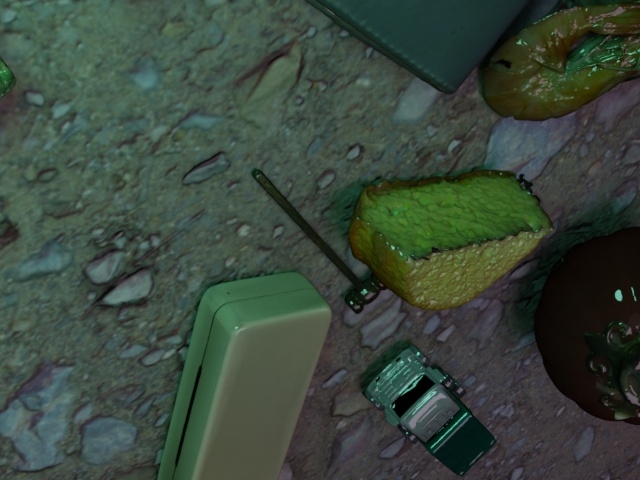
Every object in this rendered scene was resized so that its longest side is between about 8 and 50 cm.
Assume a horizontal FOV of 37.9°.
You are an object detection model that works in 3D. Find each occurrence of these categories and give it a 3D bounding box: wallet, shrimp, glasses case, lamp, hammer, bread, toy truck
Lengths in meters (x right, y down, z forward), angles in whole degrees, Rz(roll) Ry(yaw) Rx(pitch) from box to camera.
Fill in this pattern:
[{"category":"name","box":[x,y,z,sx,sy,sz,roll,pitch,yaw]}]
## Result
[{"category":"wallet","box":[0.151,-0.315,0.831,0.252,0.083,0.360,22,114,-41]},{"category":"shrimp","box":[0.302,-0.213,1.022,0.267,0.061,0.145,-18,139,24]},{"category":"glasses case","box":[-0.096,0.195,1.108,0.144,0.076,0.336,-8,129,-36]},{"category":"lamp","box":[0.467,0.125,1.365,0.303,0.257,0.303,1,119,2]},{"category":"hammer","box":[0.000,0.000,1.056,0.058,0.029,0.292,-44,139,-1]},{"category":"bread","box":[0.140,0.005,1.097,0.260,0.129,0.134,-13,140,-30]},{"category":"toy truck","box":[0.165,0.251,1.347,0.114,0.124,0.253,-45,143,-1]}]

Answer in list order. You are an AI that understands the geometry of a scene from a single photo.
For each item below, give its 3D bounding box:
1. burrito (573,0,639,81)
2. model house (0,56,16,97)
[{"category":"burrito","box":[0.323,-0.268,1.045,0.082,0.059,0.275,-22,146,27]},{"category":"model house","box":[-0.275,-0.134,0.669,0.078,0.066,0.083,-33,139,-15]}]
